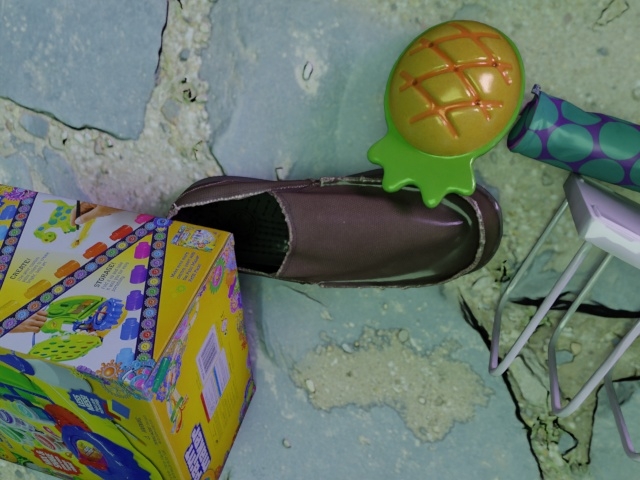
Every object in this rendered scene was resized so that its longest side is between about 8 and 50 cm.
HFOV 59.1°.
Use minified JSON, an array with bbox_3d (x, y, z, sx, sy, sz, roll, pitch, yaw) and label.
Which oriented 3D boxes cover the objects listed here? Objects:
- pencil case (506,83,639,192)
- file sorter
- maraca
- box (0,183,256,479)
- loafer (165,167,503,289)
[{"bbox_3d":[0.261,-0.094,0.535,0.152,0.070,0.064,20,147,7],"label":"pencil case"},{"bbox_3d":[0.309,0.091,0.496,0.278,0.193,0.173,30,114,9],"label":"file sorter"},{"bbox_3d":[0.118,-0.123,0.533,0.127,0.099,0.185,22,85,17],"label":"maraca"},{"bbox_3d":[-0.238,0.122,0.597,0.279,0.177,0.290,12,136,12],"label":"box"},{"bbox_3d":[0.000,0.000,0.589,0.366,0.130,0.133,-1,104,14],"label":"loafer"}]
